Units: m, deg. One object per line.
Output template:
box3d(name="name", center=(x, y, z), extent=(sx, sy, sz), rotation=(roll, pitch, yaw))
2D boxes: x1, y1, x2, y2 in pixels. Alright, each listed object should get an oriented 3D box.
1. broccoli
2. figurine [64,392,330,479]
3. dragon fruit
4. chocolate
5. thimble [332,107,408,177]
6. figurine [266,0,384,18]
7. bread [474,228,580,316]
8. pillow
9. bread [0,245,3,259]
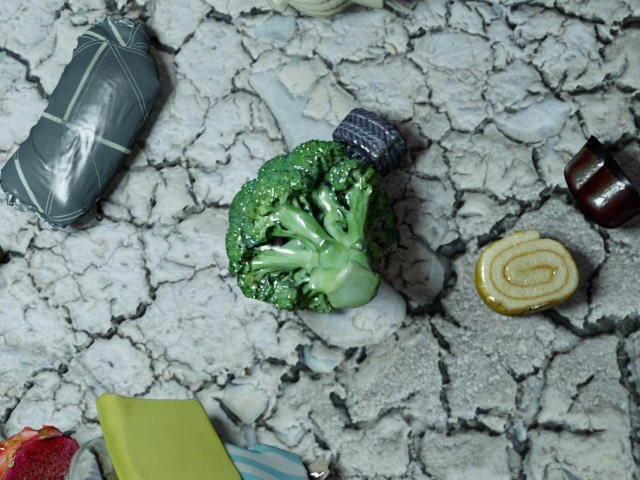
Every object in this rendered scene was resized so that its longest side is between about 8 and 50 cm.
box3d(name="broccoli", center=(0.000, 0.000, 1.748), extent=(0.270, 0.270, 0.270), rotation=(-34, 41, -2))
box3d(name="figurine", center=(-0.218, 0.437, 1.762), extent=(0.362, 0.266, 0.377), rotation=(19, 119, -22))
box3d(name="dragon fruit", center=(-0.431, 0.325, 1.798), extent=(0.111, 0.153, 0.153), rotation=(27, 85, 37))
box3d(name="chocolate", center=(0.411, -0.073, 1.821), extent=(0.080, 0.125, 0.148), rotation=(-34, 48, 6))
box3d(name="thimble", center=(0.074, -0.144, 1.835), extent=(0.104, 0.095, 0.066), rotation=(30, 73, 39))
box3d(name="figurine", center=(0.019, -0.485, 1.842), extent=(0.205, 0.185, 0.332), rotation=(-4, 63, 32))
box3d(name="bread", center=(0.302, 0.046, 1.818), extent=(0.149, 0.073, 0.122), rotation=(-16, 82, -1))
box3d(name="pillow", center=(-0.349, -0.179, 1.843), extent=(0.162, 0.092, 0.335), rotation=(28, 85, 7))
box3d(name="bread", center=(-0.566, 0.042, 1.841), extent=(0.187, 0.065, 0.103), rotation=(-41, 84, -1))
